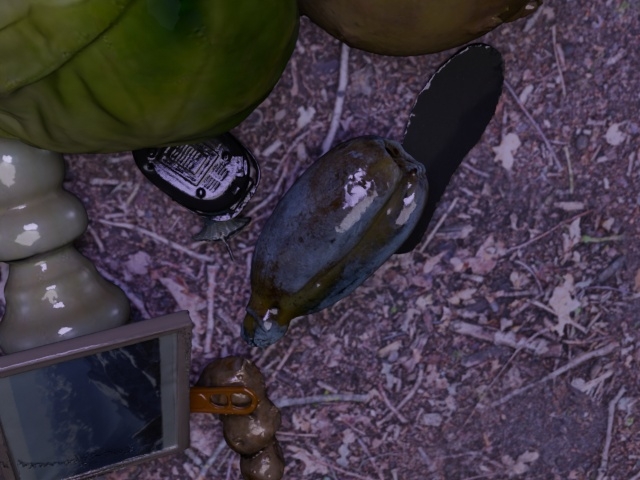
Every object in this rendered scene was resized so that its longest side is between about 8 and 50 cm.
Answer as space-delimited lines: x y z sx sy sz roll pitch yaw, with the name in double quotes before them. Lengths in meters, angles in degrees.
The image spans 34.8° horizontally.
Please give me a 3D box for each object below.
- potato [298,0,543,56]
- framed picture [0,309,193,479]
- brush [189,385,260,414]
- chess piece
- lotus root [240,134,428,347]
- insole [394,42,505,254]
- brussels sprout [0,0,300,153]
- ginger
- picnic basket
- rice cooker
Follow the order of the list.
"potato" 0.105 -0.419 1.098 0.385 0.319 0.442 -13 108 -7
"framed picture" -0.276 0.210 1.240 0.247 0.022 0.335 -13 146 -18
"brush" -0.235 0.212 1.369 0.314 0.017 0.090 0 114 7
"chess piece" -0.341 0.009 1.247 0.182 0.182 0.330 -16 106 -5
"lotus root" 0.000 0.000 1.322 0.322 0.140 0.158 -46 135 14
"insole" 0.154 -0.120 1.369 0.110 0.012 0.310 17 106 -17
"brussels sprout" -0.200 -0.281 1.035 0.342 0.361 0.426 -29 120 -34
"ginger" -0.102 0.253 1.419 0.104 0.080 0.204 -20 110 12
"picnic basket" -0.127 -0.008 1.331 0.083 0.065 0.083 -17 95 -9
"rice cooker" -0.156 -0.098 1.265 0.165 0.106 0.112 33 89 2
